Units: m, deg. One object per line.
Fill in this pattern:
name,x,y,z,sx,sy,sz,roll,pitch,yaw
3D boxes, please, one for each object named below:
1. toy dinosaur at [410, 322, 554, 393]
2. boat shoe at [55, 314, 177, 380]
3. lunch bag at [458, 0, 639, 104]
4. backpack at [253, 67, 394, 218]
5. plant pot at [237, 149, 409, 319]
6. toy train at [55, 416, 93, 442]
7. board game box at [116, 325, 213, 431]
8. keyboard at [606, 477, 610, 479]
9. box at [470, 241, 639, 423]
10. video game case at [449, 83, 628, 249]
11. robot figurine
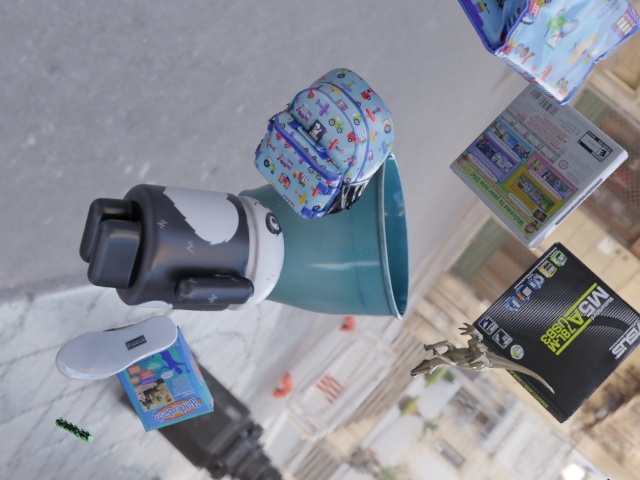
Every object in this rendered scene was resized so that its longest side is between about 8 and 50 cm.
toy dinosaur,0.196,0.146,1.191,0.093,0.183,0.053,54,44,-52
boat shoe,-0.347,0.180,1.596,0.228,0.080,0.076,-22,177,-44
lunch bag,0.195,-0.320,1.091,0.138,0.293,0.221,-47,151,19
backpack,0.009,-0.135,1.280,0.116,0.158,0.173,-24,159,-43
plant pot,0.000,0.000,1.545,0.255,0.272,0.271,-5,178,13
toy train,-0.430,0.332,1.672,0.017,0.083,0.024,-56,146,-26
board game box,-0.342,0.301,2.066,0.160,0.210,0.047,-18,-154,4
keyboard,0.359,0.485,1.275,0.033,0.202,0.317,-9,-160,41
box,0.338,0.127,1.352,0.190,0.184,0.045,-41,163,-14
video game case,0.321,-0.119,1.439,0.193,0.212,0.023,-46,139,10
robot figurine,-0.185,0.009,1.331,0.278,0.209,0.173,6,158,-28
